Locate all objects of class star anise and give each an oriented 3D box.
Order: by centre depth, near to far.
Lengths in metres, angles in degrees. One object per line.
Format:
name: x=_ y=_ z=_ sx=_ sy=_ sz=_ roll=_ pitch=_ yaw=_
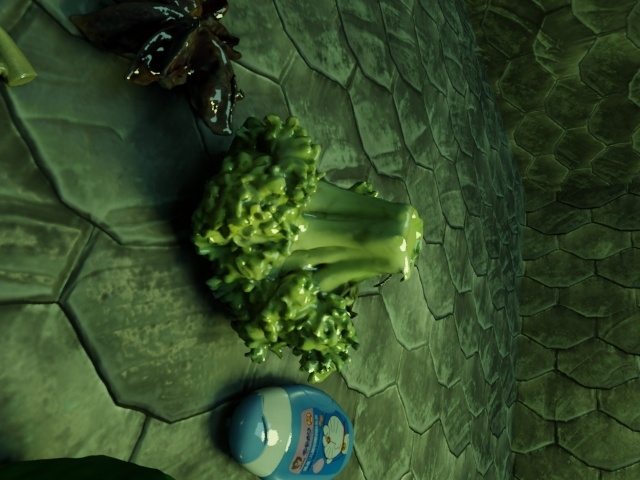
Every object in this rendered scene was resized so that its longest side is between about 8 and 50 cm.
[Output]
star anise: x=-0.171 y=-0.254 z=0.552 sx=0.212 sy=0.129 sz=0.283 roll=-10 pitch=87 yaw=-62

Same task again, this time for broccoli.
broccoli: x=0.001 y=-0.011 z=0.626 sx=0.293 sy=0.280 sz=0.348 roll=-44 pitch=131 yaw=-46

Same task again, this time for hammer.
hammer: x=-0.340 y=-0.134 z=0.371 sx=0.195 sy=0.028 sz=0.060 roll=-50 pitch=121 yaw=-44

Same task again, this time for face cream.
face cream: x=-0.044 y=0.301 z=0.707 sx=0.264 sy=0.083 sz=0.149 roll=37 pitch=54 yaw=-48

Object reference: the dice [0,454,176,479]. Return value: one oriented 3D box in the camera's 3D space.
dice: x=-0.218 y=0.327 z=0.265 sx=0.287 sy=0.296 sz=0.301 roll=1 pitch=85 yaw=-59
